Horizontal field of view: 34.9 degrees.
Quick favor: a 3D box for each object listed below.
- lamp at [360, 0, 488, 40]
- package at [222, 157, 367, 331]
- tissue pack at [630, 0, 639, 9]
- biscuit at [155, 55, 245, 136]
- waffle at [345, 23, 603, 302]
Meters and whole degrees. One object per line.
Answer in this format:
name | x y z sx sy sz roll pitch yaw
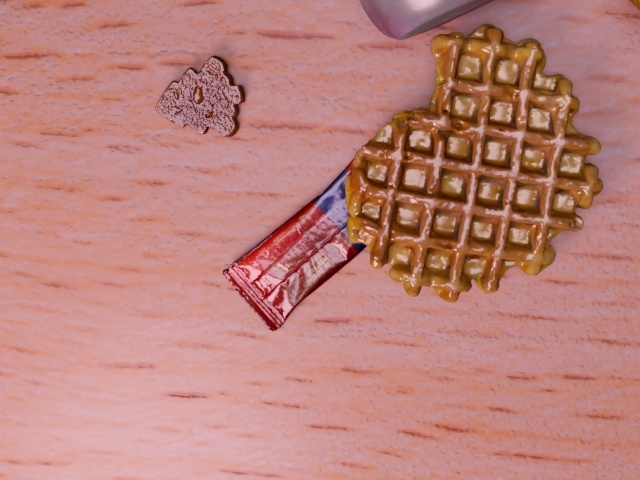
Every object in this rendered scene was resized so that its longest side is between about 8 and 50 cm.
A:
lamp | 0.054 -0.328 0.850 0.247 0.247 0.301 -20 97 37
package | 0.000 0.000 1.023 0.200 0.022 0.083 -40 94 10
tissue pack | 0.427 -0.211 0.868 0.271 0.134 0.192 34 103 2
biscuit | -0.121 -0.139 1.021 0.092 0.016 0.082 -11 103 11
waffle | 0.134 -0.068 0.969 0.253 0.056 0.249 -24 97 7
